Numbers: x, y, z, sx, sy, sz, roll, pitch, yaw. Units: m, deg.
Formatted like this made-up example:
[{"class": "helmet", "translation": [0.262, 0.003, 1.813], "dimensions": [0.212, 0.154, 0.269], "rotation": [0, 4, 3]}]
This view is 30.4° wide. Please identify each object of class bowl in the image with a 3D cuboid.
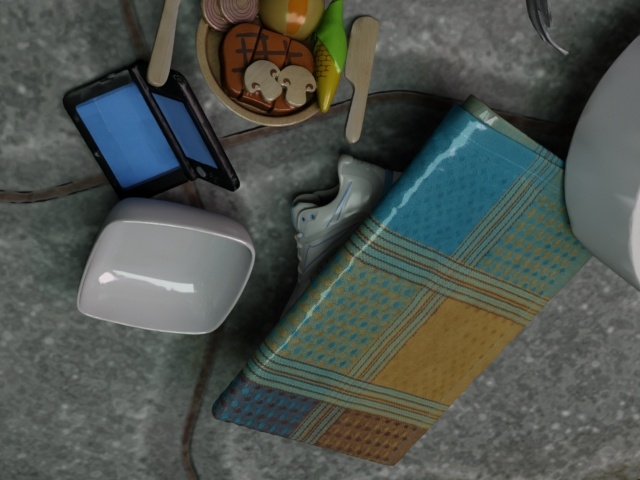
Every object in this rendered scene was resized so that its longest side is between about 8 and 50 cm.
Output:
[{"class": "bowl", "translation": [-0.138, 0.017, 1.048], "dimensions": [0.142, 0.053, 0.142], "rotation": [12, 135, -19]}]

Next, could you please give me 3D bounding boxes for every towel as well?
[{"class": "towel", "translation": [0.098, 0.055, 1.100], "dimensions": [0.271, 0.040, 0.370], "rotation": [25, 111, -43]}]

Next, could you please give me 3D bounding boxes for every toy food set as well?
[{"class": "toy food set", "translation": [-0.039, -0.158, 0.946], "dimensions": [0.192, 0.038, 0.132], "rotation": [13, 75, -20]}]

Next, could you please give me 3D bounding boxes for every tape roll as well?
[{"class": "tape roll", "translation": [0.362, -0.075, 1.054], "dimensions": [0.286, 0.100, 0.286], "rotation": [-14, 124, -22]}]

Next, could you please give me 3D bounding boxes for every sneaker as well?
[{"class": "sneaker", "translation": [0.000, 0.000, 1.085], "dimensions": [0.083, 0.071, 0.190], "rotation": [27, 110, -12]}]

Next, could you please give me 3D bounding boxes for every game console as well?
[{"class": "game console", "translation": [-0.141, -0.082, 0.992], "dimensions": [0.071, 0.107, 0.122], "rotation": [-41, 127, -20]}]

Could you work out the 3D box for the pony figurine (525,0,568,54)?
[{"class": "pony figurine", "translation": [0.185, -0.317, 0.806], "dimensions": [0.363, 0.303, 0.351], "rotation": [10, 97, -28]}]
